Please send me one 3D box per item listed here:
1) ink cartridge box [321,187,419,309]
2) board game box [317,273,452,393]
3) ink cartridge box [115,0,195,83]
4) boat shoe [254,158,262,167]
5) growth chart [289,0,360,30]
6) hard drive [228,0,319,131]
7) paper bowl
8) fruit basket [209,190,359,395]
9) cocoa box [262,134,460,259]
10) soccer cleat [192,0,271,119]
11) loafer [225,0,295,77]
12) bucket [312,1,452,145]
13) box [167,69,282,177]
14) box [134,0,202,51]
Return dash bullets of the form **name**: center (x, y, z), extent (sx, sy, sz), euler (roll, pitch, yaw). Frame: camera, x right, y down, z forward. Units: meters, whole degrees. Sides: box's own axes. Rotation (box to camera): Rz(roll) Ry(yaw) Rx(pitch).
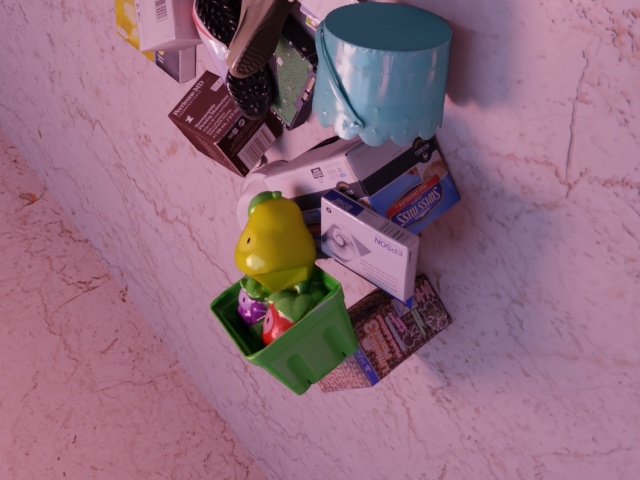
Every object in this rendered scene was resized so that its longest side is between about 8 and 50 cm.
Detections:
- **ink cartridge box**: center (0.095, 0.029, 1.634), extent (0.223, 0.045, 0.224), euler (31, 145, 28)
- **board game box**: center (0.129, 0.228, 1.955), extent (0.141, 0.291, 0.232), euler (60, 148, -3)
- **ink cartridge box**: center (-0.462, -0.638, 2.226), extent (0.303, 0.072, 0.307), euler (41, 146, 24)
- **boat shoe**: center (-0.200, -0.223, 2.254), extent (0.125, 0.038, 0.046), euler (10, 84, 44)
- **growth chart**: center (0.029, -0.478, 1.692), extent (0.237, 0.021, 0.172), euler (43, 146, -1)
- **hard drive**: center (-0.125, -0.458, 1.922), extent (0.339, 0.064, 0.237), euler (51, 148, 12)
- **paper bowl**: center (-0.117, -0.062, 2.180), extent (0.284, 0.148, 0.284), euler (34, 140, 34)
- **fruit basket**: center (-0.104, 0.096, 1.737), extent (0.392, 0.283, 0.392), euler (51, 171, 11)
- **cocoa box**: center (0.085, -0.112, 1.773), extent (0.347, 0.231, 0.228), euler (-9, 113, 56)
- **soccer cleat**: center (-0.212, -0.439, 1.922), extent (0.318, 0.108, 0.116), euler (64, 168, -13)
- **loafer**: center (-0.136, -0.487, 1.774), extent (0.092, 0.268, 0.102), euler (32, -176, 29)
- **bucket**: center (0.116, -0.324, 1.525), extent (0.281, 0.281, 0.183), euler (33, 135, 34)
- **box**: center (-0.245, -0.300, 2.073), extent (0.203, 0.168, 0.167), euler (31, 169, 34)
- **box**: center (-0.371, -0.576, 2.009), extent (0.182, 0.119, 0.181), euler (0, 98, 49)
